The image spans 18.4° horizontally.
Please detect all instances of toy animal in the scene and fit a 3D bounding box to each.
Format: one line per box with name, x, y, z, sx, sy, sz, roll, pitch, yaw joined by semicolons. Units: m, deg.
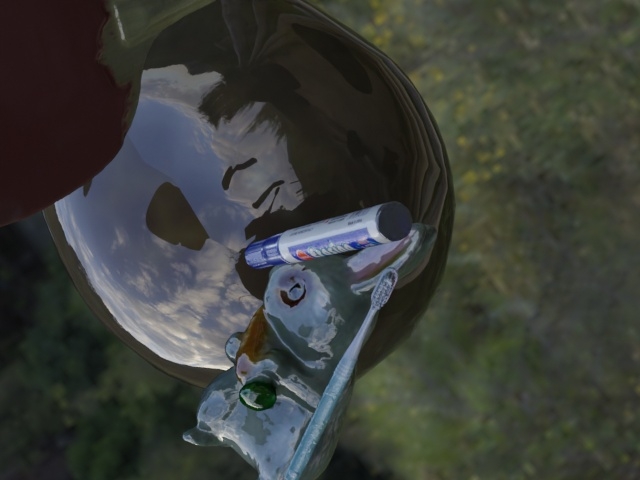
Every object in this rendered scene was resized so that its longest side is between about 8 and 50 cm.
toy animal;-0.008;0.073;1.467;0.108;0.236;0.138;29;-173;15

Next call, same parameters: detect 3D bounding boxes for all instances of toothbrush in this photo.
toothbrush;0.011;0.085;1.208;0.011;0.014;0.167;25;117;0

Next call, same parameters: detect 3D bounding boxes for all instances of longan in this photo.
longan;-0.072;-0.047;1.731;0.404;0.336;0.404;35;153;21

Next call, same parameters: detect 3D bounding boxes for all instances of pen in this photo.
pen;0.000;0.000;1.267;0.025;0.025;0.204;58;154;-9

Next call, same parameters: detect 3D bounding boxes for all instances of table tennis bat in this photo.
table tennis bat;-0.115;-0.095;0.942;0.022;0.234;0.131;13;128;42
